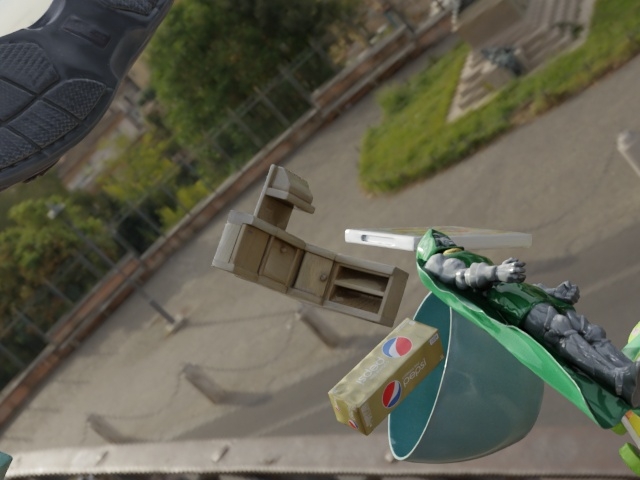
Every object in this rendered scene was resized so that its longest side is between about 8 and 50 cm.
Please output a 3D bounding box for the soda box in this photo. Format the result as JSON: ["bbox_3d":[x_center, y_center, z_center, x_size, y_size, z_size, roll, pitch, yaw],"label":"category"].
[{"bbox_3d":[0.096,0.192,1.442,0.061,0.058,0.181,19,47,42],"label":"soda box"}]

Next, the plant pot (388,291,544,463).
[{"bbox_3d":[0.251,0.240,1.667,0.290,0.195,0.290,-164,90,-81],"label":"plant pot"}]

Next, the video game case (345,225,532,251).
[{"bbox_3d":[0.188,-0.005,1.635,0.206,0.227,0.026,8,98,61],"label":"video game case"}]

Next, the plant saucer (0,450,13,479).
[{"bbox_3d":[-0.399,0.290,1.114,0.192,0.067,0.018,-59,9,32],"label":"plant saucer"}]

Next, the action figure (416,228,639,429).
[{"bbox_3d":[0.141,0.048,0.696,0.232,0.137,0.063,34,101,47],"label":"action figure"}]

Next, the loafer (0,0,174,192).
[{"bbox_3d":[-0.208,-0.121,0.793,0.302,0.109,0.095,-59,1,-37],"label":"loafer"}]

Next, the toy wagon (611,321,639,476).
[{"bbox_3d":[0.516,0.184,1.472,0.267,0.068,0.344,-47,15,13],"label":"toy wagon"}]

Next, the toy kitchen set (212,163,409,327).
[{"bbox_3d":[0.000,0.000,0.568,0.075,0.083,0.068,13,82,37],"label":"toy kitchen set"}]
